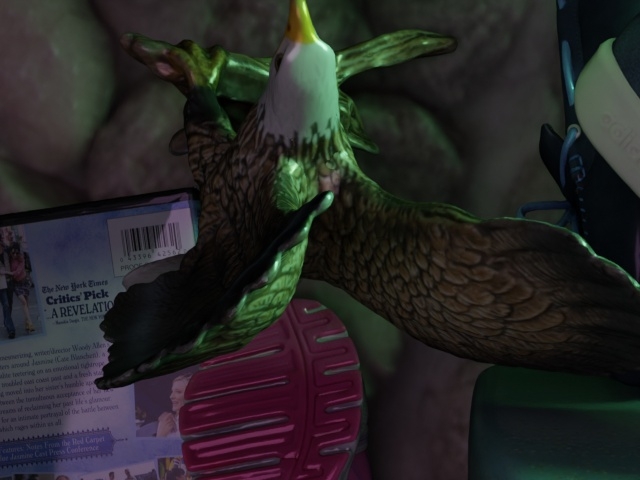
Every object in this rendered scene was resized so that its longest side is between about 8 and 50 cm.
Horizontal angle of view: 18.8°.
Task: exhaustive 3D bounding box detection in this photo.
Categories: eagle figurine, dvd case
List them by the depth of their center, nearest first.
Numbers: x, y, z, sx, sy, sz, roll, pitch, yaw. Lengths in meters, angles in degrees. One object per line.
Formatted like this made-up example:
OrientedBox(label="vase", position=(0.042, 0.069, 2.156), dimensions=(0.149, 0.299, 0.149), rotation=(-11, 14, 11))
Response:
OrientedBox(label="eagle figurine", position=(-0.003, -0.008, 0.928), dimensions=(0.226, 0.225, 0.298), rotation=(-34, 42, 6))
OrientedBox(label="dvd case", position=(-0.141, 0.105, 1.115), dimensions=(0.180, 0.022, 0.253), rotation=(-8, 90, 12))

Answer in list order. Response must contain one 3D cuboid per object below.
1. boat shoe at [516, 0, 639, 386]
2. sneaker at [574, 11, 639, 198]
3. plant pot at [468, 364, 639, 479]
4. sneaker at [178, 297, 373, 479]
OrientedBox(label="boat shoe", position=(0.162, -0.047, 1.026), dimensions=(0.089, 0.109, 0.258), rotation=(-6, 70, 32))
OrientedBox(label="sneaker", position=(0.278, 0.003, 0.861), dimensions=(0.350, 0.131, 0.148), rotation=(46, 115, 8))
OrientedBox(label="plant pot", position=(0.180, 0.196, 0.940), dimensions=(0.247, 0.252, 0.247), rotation=(1, 91, 11))
OrientedBox(label="sneaker", position=(-0.017, 0.157, 1.056), dimensions=(0.103, 0.111, 0.252), rotation=(-3, 68, 10))
